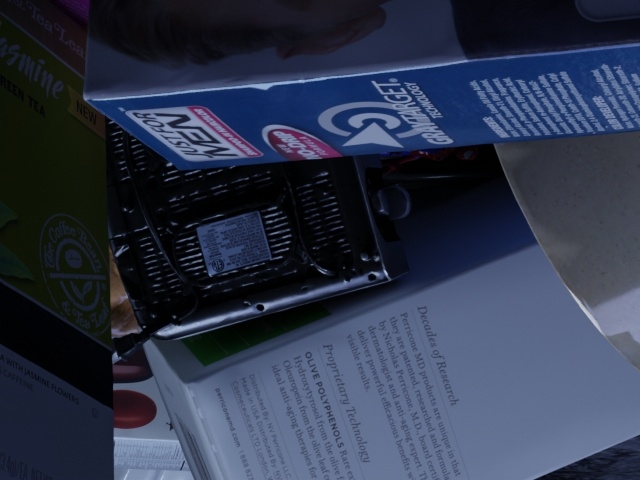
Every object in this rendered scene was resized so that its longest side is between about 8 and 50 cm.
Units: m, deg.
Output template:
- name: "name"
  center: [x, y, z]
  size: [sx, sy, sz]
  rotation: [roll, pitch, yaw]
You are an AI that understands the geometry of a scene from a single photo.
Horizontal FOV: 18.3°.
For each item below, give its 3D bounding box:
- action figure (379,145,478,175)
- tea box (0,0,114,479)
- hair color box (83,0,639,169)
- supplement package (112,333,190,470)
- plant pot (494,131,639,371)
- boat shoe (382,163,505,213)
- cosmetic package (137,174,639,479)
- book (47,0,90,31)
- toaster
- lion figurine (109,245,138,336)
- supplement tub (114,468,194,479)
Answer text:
- name: "action figure"
  center: [0.054, -0.066, 1.407]
  size: [0.115, 0.030, 0.038]
  rotation: [0, 160, -3]
- name: "tea box"
  center: [-0.303, 0.025, 1.068]
  size: [0.329, 0.323, 0.220]
  rotation: [-19, 148, 25]
- name: "hair color box"
  center: [0.077, -0.138, 0.857]
  size: [0.347, 0.174, 0.105]
  rotation: [-5, 163, 21]
- name: "supplement package"
  center: [-0.169, 0.086, 1.668]
  size: [0.203, 0.194, 0.149]
  rotation: [3, 164, -7]
- name: "plant pot"
  center: [0.257, -0.088, 0.955]
  size: [0.274, 0.256, 0.256]
  rotation: [-27, 151, 30]
- name: "boat shoe"
  center: [0.001, 0.004, 1.482]
  size: [0.340, 0.127, 0.113]
  rotation: [-3, 163, 11]
- name: "cosmetic package"
  center: [0.087, 0.070, 1.302]
  size: [0.365, 0.155, 0.197]
  rotation: [-23, -167, -11]
- name: "book"
  center: [-0.102, -0.142, 1.135]
  size: [0.144, 0.035, 0.096]
  rotation: [-14, 157, 42]
- name: "toaster"
  center: [-0.048, -0.034, 1.187]
  size: [0.185, 0.168, 0.110]
  rotation: [-16, 178, 16]
- name: "lion figurine"
  center: [-0.221, 0.054, 1.379]
  size: [0.240, 0.392, 0.142]
  rotation: [27, 153, 28]
- name: "supplement tub"
  center: [-0.119, 0.208, 2.034]
  size: [0.325, 0.235, 0.235]
  rotation: [16, 159, -42]
